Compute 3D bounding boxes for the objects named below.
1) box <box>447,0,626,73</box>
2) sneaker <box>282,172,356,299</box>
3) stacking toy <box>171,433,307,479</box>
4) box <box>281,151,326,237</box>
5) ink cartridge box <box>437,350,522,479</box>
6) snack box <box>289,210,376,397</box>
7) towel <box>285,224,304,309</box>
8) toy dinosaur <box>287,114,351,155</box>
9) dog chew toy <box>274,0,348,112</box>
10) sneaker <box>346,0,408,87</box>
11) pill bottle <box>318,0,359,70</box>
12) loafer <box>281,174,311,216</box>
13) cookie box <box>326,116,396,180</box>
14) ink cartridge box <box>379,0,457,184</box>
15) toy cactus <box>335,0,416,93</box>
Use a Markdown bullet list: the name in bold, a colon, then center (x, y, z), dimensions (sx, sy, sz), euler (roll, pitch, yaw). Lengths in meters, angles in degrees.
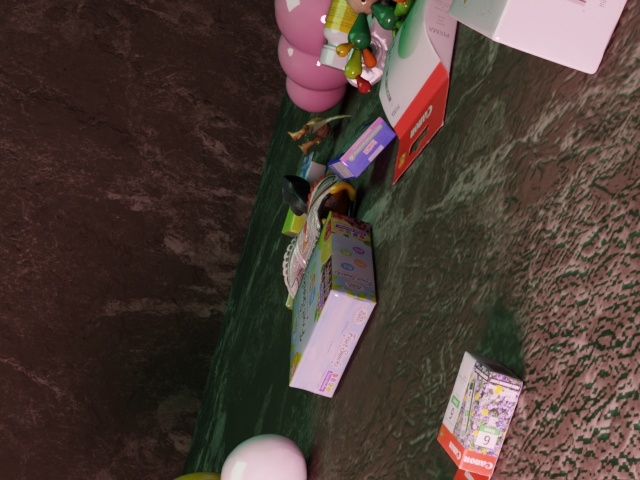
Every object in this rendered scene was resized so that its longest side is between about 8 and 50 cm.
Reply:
- **box**: center (0.186, -0.226, 0.720), dimensions (0.170, 0.091, 0.130), euler (-100, 28, -68)
- **sneaker**: center (0.000, 0.000, 1.403), dimensions (0.092, 0.088, 0.225), euler (-161, 84, -73)
- **stacking toy**: center (-0.184, 0.451, 1.254), dimensions (0.480, 0.350, 0.351), euler (-53, 16, 17)
- **box**: center (-0.033, -0.097, 1.871), dimensions (0.109, 0.042, 0.178), euler (171, 116, -78)
- **ink cartridge box**: center (0.116, 0.150, 0.669), dimensions (0.063, 0.029, 0.115), euler (-137, 65, -79)
- **snack box**: center (0.014, 0.087, 1.223), dimensions (0.207, 0.070, 0.175), euler (-87, 17, -58)
- **towel**: center (-0.026, 0.053, 1.499), dimensions (0.113, 0.023, 0.152), euler (47, -124, -66)
- **toy dinosaur**: center (-0.007, -0.239, 1.811), dimensions (0.112, 0.064, 0.211), euler (-40, 6, -1)
- **dog chew toy**: center (0.002, -0.403, 1.758), dimensions (0.332, 0.206, 0.207), euler (100, 178, -46)
- **sneaker**: center (0.108, -0.361, 1.455), dimensions (0.217, 0.079, 0.121), euler (-62, 9, 14)
- **pill bottle**: center (0.074, -0.406, 1.559), dimensions (0.119, 0.119, 0.209), euler (-122, 49, -77)
- **loafer**: center (-0.035, -0.077, 1.756), dimensions (0.170, 0.062, 0.061), euler (-127, 46, -59)
- **cookie box**: center (0.062, -0.139, 1.324), dimensions (0.092, 0.040, 0.107), euler (-47, 9, -7)
- **ink cartridge box**: center (0.124, -0.214, 1.169), dimensions (0.181, 0.056, 0.225), euler (126, 160, -63)
- **toy cactus**: center (0.084, -0.355, 1.340), dimensions (0.180, 0.112, 0.219), euler (47, 119, 33)
